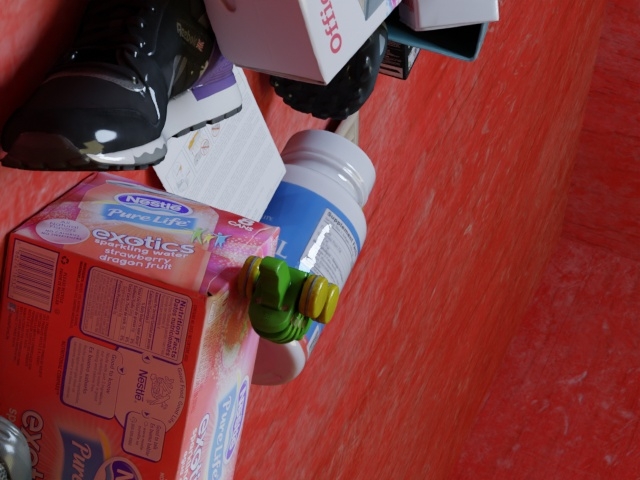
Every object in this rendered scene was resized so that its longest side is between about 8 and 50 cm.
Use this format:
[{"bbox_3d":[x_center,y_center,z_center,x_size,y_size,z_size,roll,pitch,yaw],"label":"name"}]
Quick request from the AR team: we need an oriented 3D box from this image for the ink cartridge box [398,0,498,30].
[{"bbox_3d":[0.102,-0.273,1.588,0.127,0.072,0.175,-113,-162,-77],"label":"ink cartridge box"}]

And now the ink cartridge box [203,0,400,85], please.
[{"bbox_3d":[0.008,-0.232,1.270,0.212,0.093,0.154,-49,138,-31],"label":"ink cartridge box"}]

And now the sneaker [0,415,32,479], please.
[{"bbox_3d":[-0.238,0.227,1.246,0.227,0.087,0.130,89,25,-46],"label":"sneaker"}]

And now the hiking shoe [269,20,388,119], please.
[{"bbox_3d":[0.022,-0.238,1.609,0.304,0.113,0.132,94,20,-45],"label":"hiking shoe"}]

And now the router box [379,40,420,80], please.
[{"bbox_3d":[0.103,-0.283,2.012,0.133,0.046,0.179,85,26,-56],"label":"router box"}]

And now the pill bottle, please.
[{"bbox_3d":[-0.032,0.010,1.689,0.124,0.124,0.221,88,23,-54],"label":"pill bottle"}]

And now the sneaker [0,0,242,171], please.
[{"bbox_3d":[-0.136,-0.124,1.224,0.283,0.107,0.124,-46,137,-68],"label":"sneaker"}]

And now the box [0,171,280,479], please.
[{"bbox_3d":[-0.141,0.123,1.343,0.142,0.154,0.300,-46,149,-61],"label":"box"}]

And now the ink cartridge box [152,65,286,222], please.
[{"bbox_3d":[-0.098,-0.064,1.554,0.145,0.045,0.179,-63,145,-31],"label":"ink cartridge box"}]

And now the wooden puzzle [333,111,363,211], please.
[{"bbox_3d":[0.000,0.000,1.969,0.221,0.044,0.239,89,23,-53],"label":"wooden puzzle"}]

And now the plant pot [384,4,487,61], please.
[{"bbox_3d":[0.105,-0.290,1.783,0.234,0.165,0.165,-51,155,-69],"label":"plant pot"}]

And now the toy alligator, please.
[{"bbox_3d":[-0.020,0.047,1.283,0.189,0.056,0.051,38,70,-77],"label":"toy alligator"}]
